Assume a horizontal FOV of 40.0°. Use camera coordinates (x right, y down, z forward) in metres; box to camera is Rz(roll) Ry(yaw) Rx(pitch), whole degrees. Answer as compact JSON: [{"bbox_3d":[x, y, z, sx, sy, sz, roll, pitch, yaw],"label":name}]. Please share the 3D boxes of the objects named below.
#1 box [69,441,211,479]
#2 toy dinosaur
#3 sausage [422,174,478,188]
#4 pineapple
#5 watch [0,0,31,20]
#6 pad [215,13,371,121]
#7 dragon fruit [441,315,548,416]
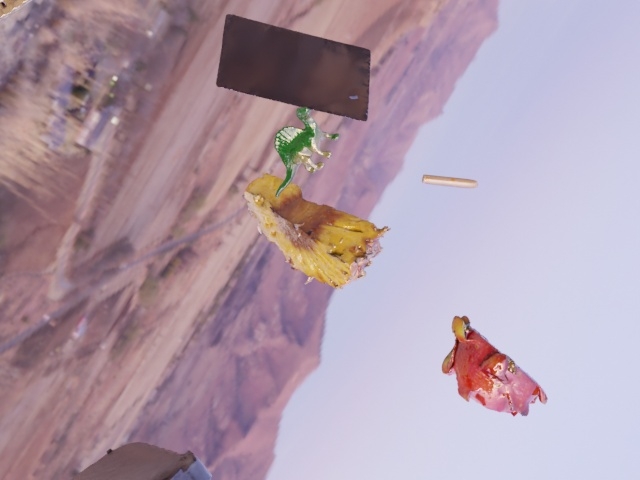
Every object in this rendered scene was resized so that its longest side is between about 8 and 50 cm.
[{"bbox_3d":[-0.315,0.378,1.063,0.359,0.091,0.350,-38,-173,-24],"label":"box"},{"bbox_3d":[-0.026,-0.093,0.936,0.119,0.060,0.029,-49,-165,40],"label":"toy dinosaur"},{"bbox_3d":[0.306,-0.138,2.074,0.024,0.132,0.024,-173,-90,-88],"label":"sausage"},{"bbox_3d":[-0.001,0.001,1.200,0.079,0.233,0.135,-40,140,-24],"label":"pineapple"},{"bbox_3d":[-0.348,-0.226,0.798,0.268,0.102,0.165,-28,176,31],"label":"watch"},{"bbox_3d":[-0.041,-0.293,1.498,0.009,0.265,0.159,122,-24,-59],"label":"pad"},{"bbox_3d":[0.180,0.147,0.935,0.068,0.112,0.126,-49,139,2],"label":"dragon fruit"}]
